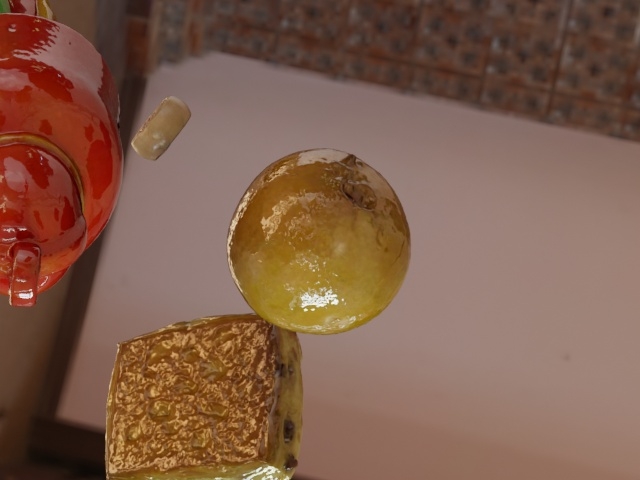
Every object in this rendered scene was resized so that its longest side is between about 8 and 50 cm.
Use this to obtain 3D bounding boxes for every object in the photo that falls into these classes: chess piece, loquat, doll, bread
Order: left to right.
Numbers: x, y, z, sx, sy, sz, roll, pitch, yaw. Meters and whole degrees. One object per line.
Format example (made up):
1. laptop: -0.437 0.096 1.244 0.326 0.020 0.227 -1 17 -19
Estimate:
1. doll: -0.222 -0.069 1.170 0.363 0.160 0.183 -107 -157 -53
2. chess piece: -0.191 -0.135 1.950 0.084 0.038 0.084 -51 -168 15
3. bread: -0.130 0.193 1.861 0.099 0.235 0.211 53 33 -56
4. loquat: 0.000 0.000 1.164 0.141 0.141 0.141 12 90 -82
